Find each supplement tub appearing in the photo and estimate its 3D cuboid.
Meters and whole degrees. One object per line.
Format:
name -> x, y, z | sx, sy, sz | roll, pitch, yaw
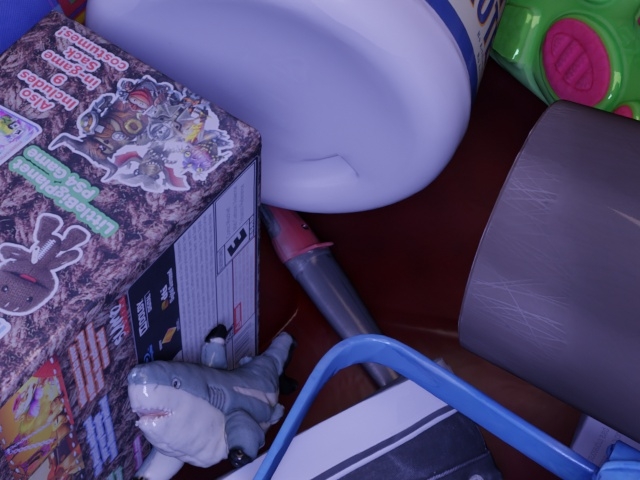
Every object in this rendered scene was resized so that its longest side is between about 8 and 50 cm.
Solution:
supplement tub -> 0.014, -0.206, 0.874 | 0.235, 0.235, 0.325 | 16, 59, 7

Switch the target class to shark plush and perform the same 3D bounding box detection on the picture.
shark plush -> -0.045, 0.076, 0.750 | 0.161, 0.073, 0.067 | -25, 95, -50

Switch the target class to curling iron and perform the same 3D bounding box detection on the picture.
curling iron -> 0.000, 0.000, 0.905 | 0.068, 0.035, 0.274 | -20, 59, -16

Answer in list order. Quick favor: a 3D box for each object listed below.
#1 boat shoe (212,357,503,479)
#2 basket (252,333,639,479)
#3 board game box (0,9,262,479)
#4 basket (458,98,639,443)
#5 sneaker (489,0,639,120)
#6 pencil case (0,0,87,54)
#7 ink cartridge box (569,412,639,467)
boat shoe -> -0.031, 0.174, 0.745 | 0.306, 0.113, 0.105 | -25, 83, -33
basket -> 0.077, 0.195, 0.635 | 0.289, 0.201, 0.255 | 24, 58, 15
board game box -> -0.171, 0.069, 0.730 | 0.141, 0.232, 0.291 | 32, 59, 18
basket -> 0.189, 0.034, 0.621 | 0.226, 0.154, 0.204 | 22, 33, 16
sneaker -> 0.235, -0.141, 0.959 | 0.202, 0.185, 0.483 | 22, 36, -37
pencil case -> -0.203, -0.145, 0.848 | 0.133, 0.119, 0.306 | 0, 37, 25
ink cartridge box -> 0.277, 0.100, 0.773 | 0.237, 0.172, 0.100 | 20, 59, 10
